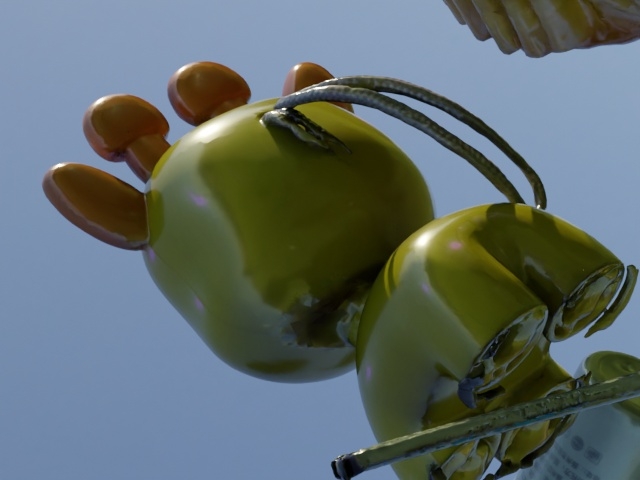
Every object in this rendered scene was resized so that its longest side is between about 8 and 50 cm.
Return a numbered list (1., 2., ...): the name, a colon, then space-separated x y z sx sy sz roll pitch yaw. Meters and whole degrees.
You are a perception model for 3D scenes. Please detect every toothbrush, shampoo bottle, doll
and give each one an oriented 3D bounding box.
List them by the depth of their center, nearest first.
1. toothbrush: 0.140 0.034 0.619 0.294 0.026 0.028 -18 -96 -14
2. doll: 0.000 0.000 0.714 0.143 0.135 0.221 -26 -128 -33
3. shampoo bottle: 0.094 0.139 0.831 0.056 0.195 0.056 21 -154 -11

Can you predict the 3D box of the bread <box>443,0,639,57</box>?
1. bread: 0.124 -0.203 0.751 0.156 0.204 0.288 52 -145 -36
